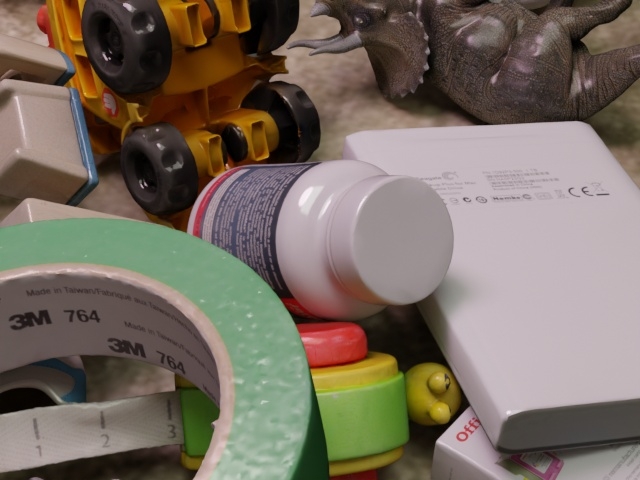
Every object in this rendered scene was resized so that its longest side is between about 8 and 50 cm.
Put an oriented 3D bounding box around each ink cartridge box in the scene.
[{"bbox_3d":[0.143,0.146,1.068,0.122,0.052,0.088,29,51,26],"label":"ink cartridge box"}]

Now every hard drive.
[{"bbox_3d":[0.156,0.019,1.153,0.203,0.040,0.307,-4,38,-19],"label":"hard drive"}]

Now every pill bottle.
[{"bbox_3d":[0.000,0.000,1.111,0.108,0.108,0.180,-34,18,-29],"label":"pill bottle"}]

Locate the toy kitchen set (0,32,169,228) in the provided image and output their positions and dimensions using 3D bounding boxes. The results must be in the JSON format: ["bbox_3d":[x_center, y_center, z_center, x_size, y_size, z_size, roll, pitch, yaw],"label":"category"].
[{"bbox_3d":[-0.210,-0.022,1.187,0.122,0.166,0.207,13,51,-42],"label":"toy kitchen set"}]

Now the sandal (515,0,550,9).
[{"bbox_3d":[0.204,-0.363,1.521,0.102,0.169,0.416,28,41,-35],"label":"sandal"}]

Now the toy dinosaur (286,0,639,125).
[{"bbox_3d":[0.149,-0.151,1.327,0.313,0.121,0.160,24,85,6],"label":"toy dinosaur"}]

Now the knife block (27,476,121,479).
[{"bbox_3d":[-0.135,0.264,0.919,0.242,0.088,0.275,-26,51,-22],"label":"knife block"}]

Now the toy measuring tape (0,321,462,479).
[{"bbox_3d":[-0.061,0.114,1.032,0.330,0.121,0.121,-6,46,-18],"label":"toy measuring tape"}]

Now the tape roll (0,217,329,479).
[{"bbox_3d":[-0.158,0.123,0.928,0.321,0.077,0.321,-5,44,5],"label":"tape roll"}]

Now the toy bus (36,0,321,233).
[{"bbox_3d":[-0.126,-0.119,1.249,0.149,0.220,0.211,-24,19,-38],"label":"toy bus"}]

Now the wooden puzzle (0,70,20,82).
[{"bbox_3d":[-0.386,-0.122,1.325,0.221,0.044,0.239,29,47,24],"label":"wooden puzzle"}]

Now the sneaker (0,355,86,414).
[{"bbox_3d":[-0.263,0.105,1.073,0.229,0.087,0.092,-15,48,-14],"label":"sneaker"}]
